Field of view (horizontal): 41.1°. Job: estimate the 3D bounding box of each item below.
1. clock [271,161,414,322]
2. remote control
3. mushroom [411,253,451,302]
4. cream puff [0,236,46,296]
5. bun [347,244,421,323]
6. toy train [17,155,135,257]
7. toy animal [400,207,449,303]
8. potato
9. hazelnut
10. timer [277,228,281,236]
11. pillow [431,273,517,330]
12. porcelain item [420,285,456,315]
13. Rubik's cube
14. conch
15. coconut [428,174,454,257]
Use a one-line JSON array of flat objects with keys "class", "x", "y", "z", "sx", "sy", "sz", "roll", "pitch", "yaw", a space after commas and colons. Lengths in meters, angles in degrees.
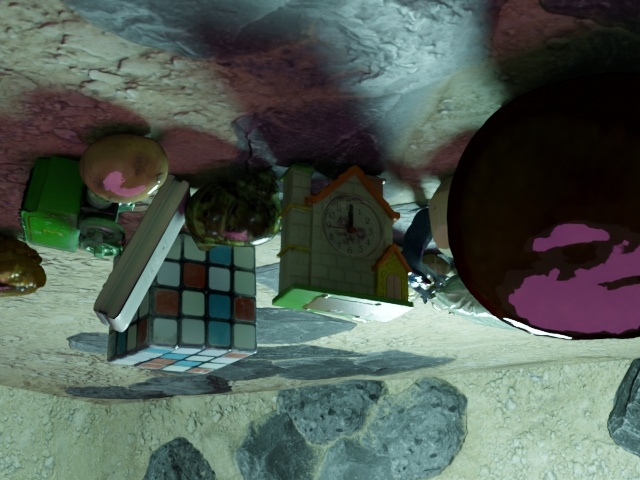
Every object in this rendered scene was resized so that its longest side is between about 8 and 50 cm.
[{"class": "clock", "x": 0.039, "y": -0.005, "z": 1.474, "sx": 0.219, "sy": 0.255, "sz": 0.106, "roll": 10, "pitch": 158, "yaw": -21}, {"class": "remote control", "x": -0.312, "y": 0.021, "z": 1.515, "sx": 0.055, "sy": 0.277, "sz": 0.103, "roll": 24, "pitch": 161, "yaw": 3}, {"class": "mushroom", "x": 0.219, "y": 0.102, "z": 2.060, "sx": 0.116, "sy": 0.093, "sz": 0.225, "roll": 32, "pitch": 148, "yaw": -32}, {"class": "cream puff", "x": -0.680, "y": 0.055, "z": 1.806, "sx": 0.189, "sy": 0.130, "sz": 0.189, "roll": -6, "pitch": 169, "yaw": -1}, {"class": "bun", "x": 0.120, "y": 0.089, "z": 1.944, "sx": 0.229, "sy": 0.145, "sz": 0.229, "roll": -25, "pitch": 154, "yaw": -14}, {"class": "toy train", "x": -0.427, "y": -0.055, "z": 1.508, "sx": 0.188, "sy": 0.132, "sz": 0.243, "roll": 12, "pitch": 159, "yaw": -13}, {"class": "toy animal", "x": 0.165, "y": 0.045, "z": 1.644, "sx": 0.176, "sy": 0.239, "sz": 0.255, "roll": 34, "pitch": 179, "yaw": -30}, {"class": "potato", "x": -0.315, "y": -0.119, "z": 1.357, "sx": 0.147, "sy": 0.112, "sz": 0.112, "roll": -7, "pitch": 161, "yaw": 5}, {"class": "hazelnut", "x": 0.385, "y": -0.059, "z": 1.209, "sx": 0.429, "sy": 0.402, "sz": 0.402, "roll": -18, "pitch": 155, "yaw": 31}, {"class": "timer", "x": 0.020, "y": -0.009, "z": 1.687, "sx": 0.175, "sy": 0.175, "sz": 0.255, "roll": -17, "pitch": 126, "yaw": 39}, {"class": "pillow", "x": 0.439, "y": 0.145, "z": 2.053, "sx": 0.309, "sy": 0.138, "sz": 0.283, "roll": 7, "pitch": 179, "yaw": 24}, {"class": "porcelain item", "x": 0.329, "y": 0.155, "z": 2.282, "sx": 0.084, "sy": 0.054, "sz": 0.213, "roll": -7, "pitch": 160, "yaw": 26}, {"class": "Rubik's cube", "x": -0.306, "y": 0.142, "z": 1.887, "sx": 0.253, "sy": 0.256, "sz": 0.259, "roll": 11, "pitch": 157, "yaw": -33}, {"class": "conch", "x": -0.155, "y": -0.057, "z": 1.530, "sx": 0.181, "sy": 0.187, "sz": 0.124, "roll": -22, "pitch": 122, "yaw": -5}, {"class": "coconut", "x": 0.277, "y": -0.032, "z": 1.555, "sx": 0.161, "sy": 0.162, "sz": 0.161, "roll": -1, "pitch": 161, "yaw": 0}]
